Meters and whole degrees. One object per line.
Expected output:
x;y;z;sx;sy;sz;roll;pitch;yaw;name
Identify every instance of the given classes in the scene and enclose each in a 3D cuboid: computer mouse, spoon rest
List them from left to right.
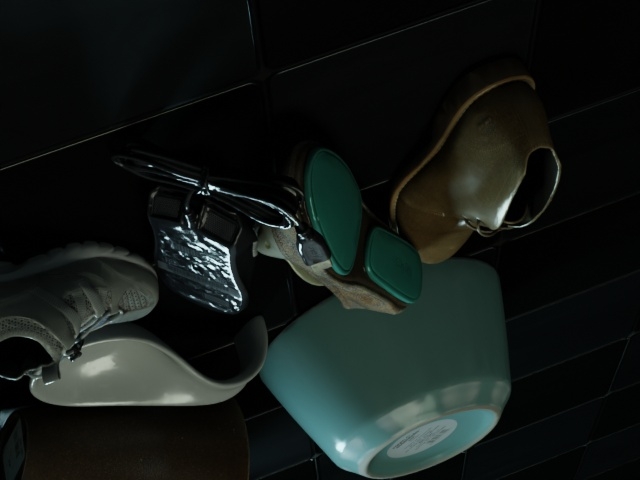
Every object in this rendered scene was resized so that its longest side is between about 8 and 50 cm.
-0.168;0.129;1.492;0.276;0.084;0.137;-2;147;-39;spoon rest
-0.067;-0.007;1.261;0.184;0.060;0.262;17;153;16;computer mouse

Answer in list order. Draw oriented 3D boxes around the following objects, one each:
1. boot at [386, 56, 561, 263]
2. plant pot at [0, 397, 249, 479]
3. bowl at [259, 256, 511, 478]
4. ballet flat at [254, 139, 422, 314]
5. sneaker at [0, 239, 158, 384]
0.145;-0.039;1.396;0.112;0.115;0.305;-17;156;-21;boot
-0.228;0.251;1.575;0.230;0.215;0.215;13;139;-28;plant pot
0.101;0.169;1.706;0.312;0.163;0.311;-20;154;-10;bowl
0.000;0.000;1.365;0.106;0.107;0.316;0;156;24;ballet flat
-0.246;0.077;1.270;0.281;0.115;0.105;-8;152;-50;sneaker
